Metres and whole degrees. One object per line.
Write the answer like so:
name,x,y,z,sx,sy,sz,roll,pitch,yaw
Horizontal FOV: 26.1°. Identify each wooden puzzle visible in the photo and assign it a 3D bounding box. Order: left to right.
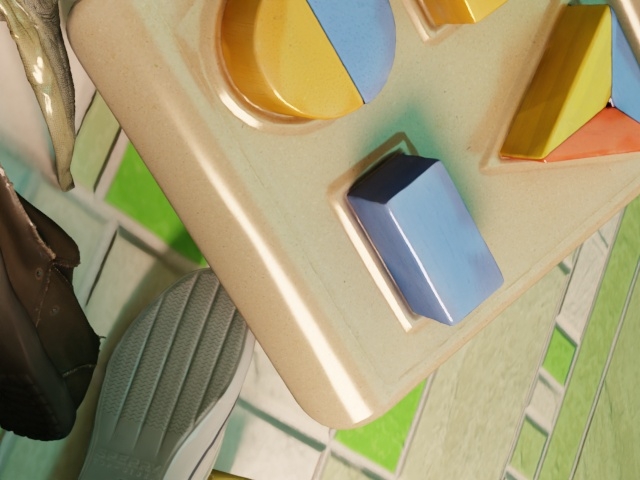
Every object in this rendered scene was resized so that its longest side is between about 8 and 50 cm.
wooden puzzle,0.073,-0.095,0.838,0.348,0.080,0.322,-36,114,-14

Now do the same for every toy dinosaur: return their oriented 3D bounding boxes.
toy dinosaur,-0.167,-0.127,0.701,0.118,0.064,0.268,-41,136,-52

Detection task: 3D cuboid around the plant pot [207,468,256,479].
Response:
plant pot,-0.073,0.191,0.927,0.083,0.081,0.081,44,63,-41

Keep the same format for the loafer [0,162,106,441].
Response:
loafer,-0.174,0.009,0.727,0.078,0.080,0.220,-60,149,-42

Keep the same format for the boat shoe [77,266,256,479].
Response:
boat shoe,-0.106,0.125,0.871,0.226,0.083,0.076,-62,167,-19
